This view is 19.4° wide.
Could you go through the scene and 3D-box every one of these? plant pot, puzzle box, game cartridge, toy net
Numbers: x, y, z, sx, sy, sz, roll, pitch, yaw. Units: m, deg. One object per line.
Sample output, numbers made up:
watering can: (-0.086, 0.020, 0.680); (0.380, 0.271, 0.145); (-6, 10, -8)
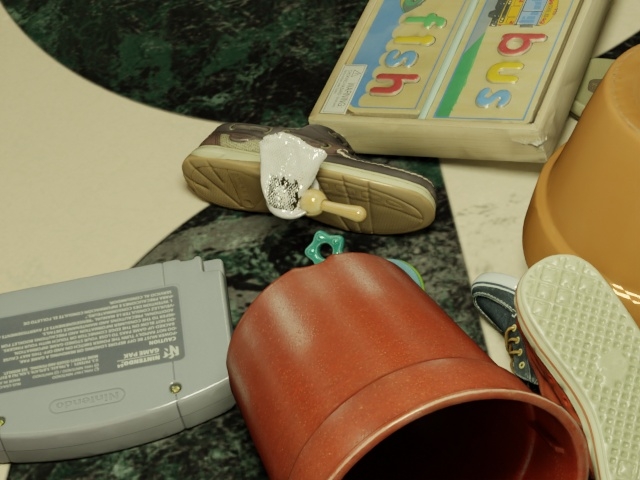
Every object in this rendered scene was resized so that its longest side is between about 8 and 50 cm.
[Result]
plant pot: (0.349, -0.056, 1.779); (0.291, 0.203, 0.291); (3, 44, -3)
puzzle box: (0.181, -0.250, 2.096); (0.272, 0.052, 0.409); (4, 49, 26)
game cartridge: (-0.232, 0.123, 1.865); (0.297, 0.062, 0.198); (-10, 52, 1)
plant pot: (0.054, 0.164, 1.655); (0.272, 0.272, 0.265); (-23, 40, -11)
toy net: (0.000, 0.000, 1.880); (0.122, 0.045, 0.232); (-36, 79, 12)

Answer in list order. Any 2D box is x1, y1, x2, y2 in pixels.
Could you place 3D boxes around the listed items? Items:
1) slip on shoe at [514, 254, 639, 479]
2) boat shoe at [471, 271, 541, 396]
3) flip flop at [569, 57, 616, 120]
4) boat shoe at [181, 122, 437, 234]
slip on shoe: (0.273, 0.169, 1.676); (0.123, 0.101, 0.331); (-25, 71, -12)
boat shoe: (0.200, 0.101, 1.798); (0.183, 0.065, 0.083); (32, 62, 32)
flip flop: (0.391, -0.168, 1.993); (0.277, 0.080, 0.112); (8, 50, 17)
boat shoe: (-0.006, -0.076, 1.972); (0.285, 0.103, 0.092); (8, 55, 24)
